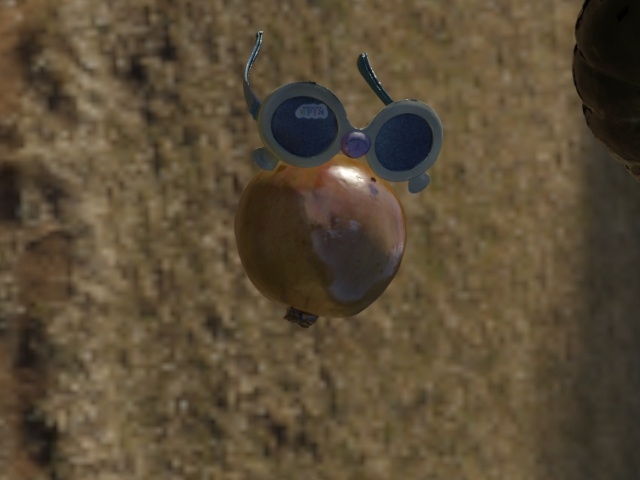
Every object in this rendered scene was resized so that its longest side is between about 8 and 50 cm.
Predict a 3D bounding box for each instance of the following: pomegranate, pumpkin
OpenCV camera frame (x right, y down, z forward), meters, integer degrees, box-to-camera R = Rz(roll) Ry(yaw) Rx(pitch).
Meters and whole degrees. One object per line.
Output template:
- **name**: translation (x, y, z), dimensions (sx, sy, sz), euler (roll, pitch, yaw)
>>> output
- **pomegranate**: translation (-0.001, -0.004, 2.093), dimensions (0.191, 0.191, 0.191), euler (-1, 90, -66)
- **pumpkin**: translation (0.245, -0.109, 1.161), dimensions (0.150, 0.194, 0.194), euler (-109, 175, -45)

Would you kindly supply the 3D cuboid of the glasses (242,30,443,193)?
- **glasses**: translation (0.014, -0.154, 1.902), dimensions (0.220, 0.189, 0.088), euler (-106, -149, -48)
